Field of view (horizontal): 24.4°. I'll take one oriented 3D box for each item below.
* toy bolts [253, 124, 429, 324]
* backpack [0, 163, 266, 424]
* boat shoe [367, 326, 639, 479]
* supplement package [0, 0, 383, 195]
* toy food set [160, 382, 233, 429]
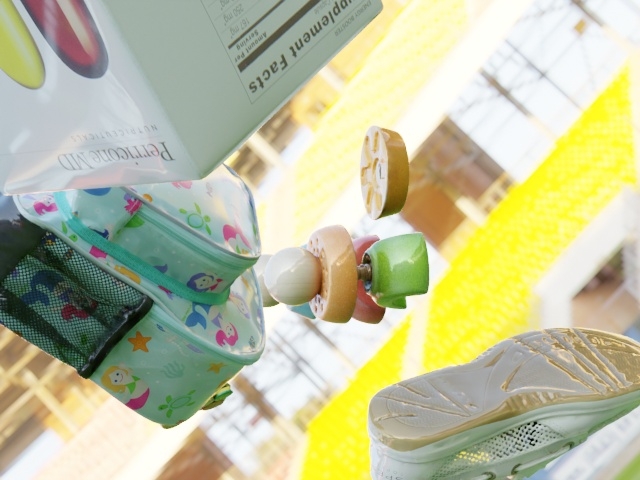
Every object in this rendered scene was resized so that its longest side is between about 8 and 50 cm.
[{"bbox_3d":[0.000,0.000,1.585,0.159,0.218,0.228,-1,-19,-15],"label":"toy bolts"},{"bbox_3d":[-0.151,0.012,1.159,0.191,0.253,0.225,-39,27,15],"label":"backpack"},{"bbox_3d":[0.154,0.144,1.191,0.277,0.098,0.096,-11,-56,-27],"label":"boat shoe"},{"bbox_3d":[-0.105,-0.154,0.584,0.139,0.244,0.134,-3,34,45],"label":"supplement package"},{"bbox_3d":[-0.132,0.171,1.568,0.083,0.020,0.082,-18,-18,-19],"label":"toy food set"}]
